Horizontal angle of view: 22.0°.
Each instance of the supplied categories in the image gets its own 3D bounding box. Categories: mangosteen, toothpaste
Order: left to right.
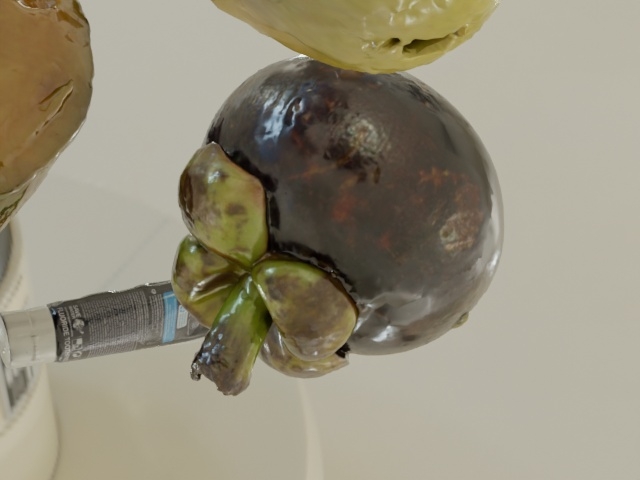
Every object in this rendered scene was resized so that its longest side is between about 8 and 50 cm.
[{"bbox_3d":[-0.153,0.065,1.284,0.193,0.071,0.045,-10,-139,-22],"label":"toothpaste"},{"bbox_3d":[0.000,0.000,0.966,0.192,0.192,0.217,29,-118,16],"label":"mangosteen"}]

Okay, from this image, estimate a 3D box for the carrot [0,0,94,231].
[{"bbox_3d":[-0.325,-0.054,1.122,0.241,0.241,0.341,43,-76,23],"label":"carrot"}]

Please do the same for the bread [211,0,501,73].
[{"bbox_3d":[0.013,-0.161,0.609,0.197,0.197,0.170,34,-116,19],"label":"bread"}]
